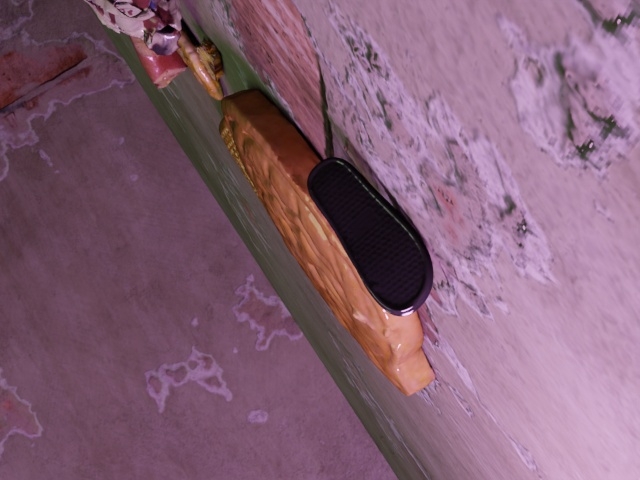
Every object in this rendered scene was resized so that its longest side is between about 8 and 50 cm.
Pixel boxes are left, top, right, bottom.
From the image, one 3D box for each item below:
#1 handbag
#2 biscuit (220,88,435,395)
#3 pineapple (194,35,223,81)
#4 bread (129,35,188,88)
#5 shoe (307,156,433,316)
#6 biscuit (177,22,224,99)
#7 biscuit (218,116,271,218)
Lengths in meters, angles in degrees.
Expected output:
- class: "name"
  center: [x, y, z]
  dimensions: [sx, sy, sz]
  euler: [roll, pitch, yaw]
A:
- class: "handbag"
  center: [-0.260, -0.350, 1.124]
  dimensions: [0.235, 0.127, 0.213]
  euler: [44, 172, 8]
- class: "biscuit"
  center: [-0.002, 0.001, 1.110]
  dimensions: [0.385, 0.062, 0.365]
  euler: [53, 172, 35]
- class: "pineapple"
  center: [-0.145, -0.242, 1.213]
  dimensions: [0.045, 0.019, 0.083]
  euler: [50, 171, 9]
- class: "bread"
  center: [-0.269, -0.317, 1.515]
  dimensions: [0.119, 0.067, 0.192]
  euler: [60, 176, 46]
- class: "shoe"
  center: [0.046, -0.005, 0.796]
  dimensions: [0.159, 0.062, 0.053]
  euler: [54, -175, 20]
- class: "biscuit"
  center: [-0.213, -0.302, 1.361]
  dimensions: [0.247, 0.029, 0.118]
  euler: [55, 172, 24]
- class: "biscuit"
  center: [-0.086, -0.080, 1.455]
  dimensions: [0.255, 0.029, 0.172]
  euler: [58, 172, -5]
